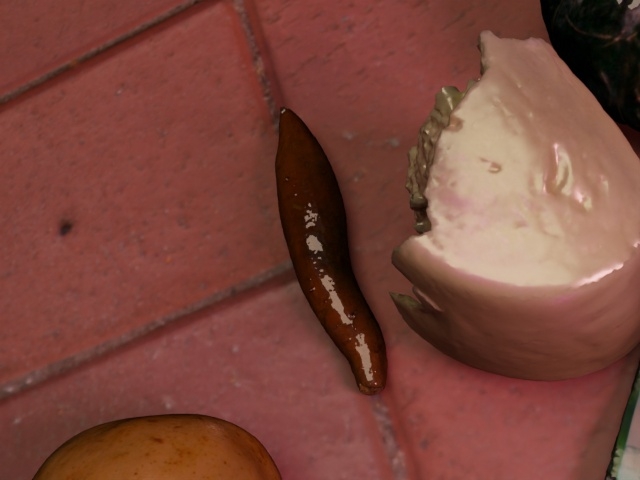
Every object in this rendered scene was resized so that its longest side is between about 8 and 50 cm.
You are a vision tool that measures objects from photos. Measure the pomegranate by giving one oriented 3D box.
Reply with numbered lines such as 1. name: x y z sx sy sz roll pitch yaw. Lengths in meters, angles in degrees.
1. pomegranate: -0.112 0.213 0.573 0.196 0.196 0.196 -8 62 16

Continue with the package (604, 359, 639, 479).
1. package: 0.263 0.149 0.539 0.166 0.040 0.232 18 71 27

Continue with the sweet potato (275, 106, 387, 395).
1. sweet potato: -0.001 0.001 0.702 0.057 0.057 0.265 -19 64 11

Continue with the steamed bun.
1. steamed bun: 0.114 -0.011 0.563 0.170 0.225 0.200 -28 61 6

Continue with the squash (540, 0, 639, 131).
1. squash: 0.283 -0.194 0.626 0.252 0.165 0.252 -9 63 19
